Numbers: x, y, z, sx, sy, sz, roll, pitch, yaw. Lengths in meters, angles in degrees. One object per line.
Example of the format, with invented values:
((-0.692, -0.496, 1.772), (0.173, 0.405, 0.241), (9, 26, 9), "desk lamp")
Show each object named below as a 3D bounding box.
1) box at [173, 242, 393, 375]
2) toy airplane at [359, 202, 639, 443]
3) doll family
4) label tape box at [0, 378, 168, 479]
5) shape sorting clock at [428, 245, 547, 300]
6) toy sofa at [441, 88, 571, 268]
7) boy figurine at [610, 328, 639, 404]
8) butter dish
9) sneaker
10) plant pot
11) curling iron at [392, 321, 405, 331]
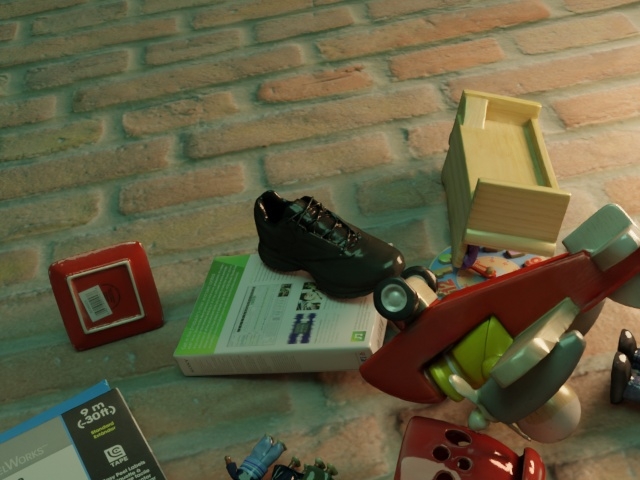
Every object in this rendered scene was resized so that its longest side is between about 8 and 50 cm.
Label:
((-0.050, 0.109, 1.517), (0.322, 0.058, 0.232), (-3, 40, 19), "box")
((0.286, 0.122, 1.234), (0.386, 0.272, 0.384), (-18, -2, -25), "toy airplane")
((-0.046, 0.335, 1.272), (0.193, 0.076, 0.111), (16, 51, 35), "doll family")
((-0.362, 0.326, 1.315), (0.249, 0.115, 0.347), (-25, 44, -17), "label tape box")
((0.276, 0.060, 1.546), (0.206, 0.040, 0.206), (-6, 40, 5), "shape sorting clock")
((0.306, -0.100, 1.626), (0.150, 0.177, 0.362), (9, 32, -2), "toy sofa")
((0.539, 0.204, 1.283), (0.285, 0.092, 0.177), (10, 41, 27), "boy figurine")
((-0.358, 0.079, 1.601), (0.160, 0.160, 0.118), (-16, 18, -8), "butter dish")
((0.000, 0.000, 1.477), (0.286, 0.130, 0.109), (15, 47, 35), "sneaker")
((0.176, 0.318, 1.150), (0.174, 0.191, 0.191), (7, 42, 12), "plant pot")
((0.128, 0.144, 1.484), (0.068, 0.035, 0.274), (-36, 45, -22), "curling iron")
